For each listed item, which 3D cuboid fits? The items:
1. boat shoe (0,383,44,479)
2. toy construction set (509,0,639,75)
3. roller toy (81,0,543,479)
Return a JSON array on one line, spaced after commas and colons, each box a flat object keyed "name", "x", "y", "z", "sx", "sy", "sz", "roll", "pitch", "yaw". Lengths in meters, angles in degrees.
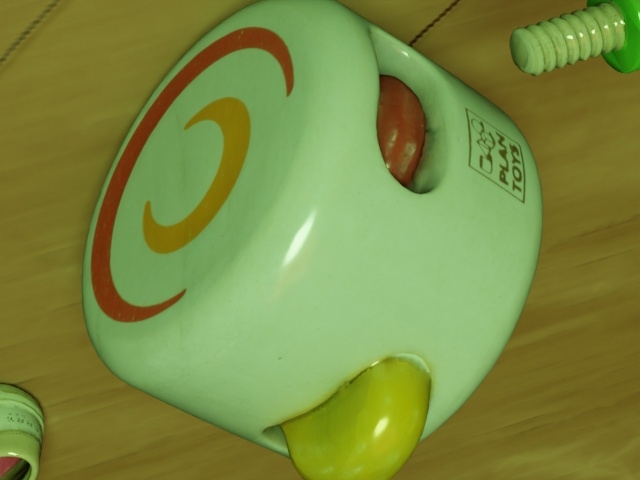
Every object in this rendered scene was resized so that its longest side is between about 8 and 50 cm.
[{"name": "boat shoe", "x": -0.209, "y": 0.146, "z": 0.845, "sx": 0.170, "sy": 0.059, "sz": 0.063, "roll": -44, "pitch": 122, "yaw": 10}, {"name": "toy construction set", "x": 0.128, "y": -0.211, "z": 0.610, "sx": 0.237, "sy": 0.309, "sz": 0.257, "roll": -18, "pitch": 145, "yaw": -18}, {"name": "roller toy", "x": 0.000, "y": 0.000, "z": 0.743, "sx": 0.146, "sy": 0.209, "sz": 0.191, "roll": 29, "pitch": 87, "yaw": -30}]
